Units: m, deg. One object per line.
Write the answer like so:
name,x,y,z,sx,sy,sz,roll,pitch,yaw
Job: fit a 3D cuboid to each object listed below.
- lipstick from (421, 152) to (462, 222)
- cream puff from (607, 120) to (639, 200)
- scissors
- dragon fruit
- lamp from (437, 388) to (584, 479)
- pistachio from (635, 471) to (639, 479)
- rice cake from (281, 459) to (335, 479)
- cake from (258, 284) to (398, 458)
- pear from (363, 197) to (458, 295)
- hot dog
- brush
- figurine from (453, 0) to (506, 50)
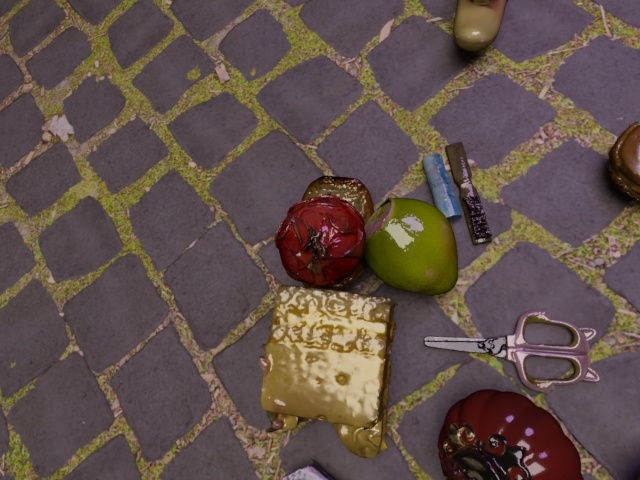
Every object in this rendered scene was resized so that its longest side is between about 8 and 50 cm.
lipstick,0.270,-0.118,0.912,0.048,0.048,0.157,-15,70,9
cream puff,0.649,-0.153,0.795,0.150,0.115,0.165,42,96,28
scissors,0.367,0.210,0.804,0.318,0.024,0.160,2,76,14
dragon fruit,0.000,0.000,0.756,0.173,0.209,0.172,5,117,11
lamp,0.301,0.365,0.672,0.227,0.227,0.226,-4,73,13
pistachio,0.567,0.454,0.613,0.162,0.182,0.292,-5,64,51
rice cake,0.102,0.550,0.745,0.399,0.064,0.070,32,74,20
cake,0.025,0.246,0.770,0.228,0.222,0.285,5,76,16
pear,0.190,0.018,0.826,0.220,0.187,0.187,31,81,-15
hot dog,0.027,-0.007,0.907,0.175,0.114,0.258,7,80,11
brush,0.328,-0.112,0.904,0.043,0.036,0.247,-11,72,6
figurine,0.381,-0.595,0.936,0.124,0.222,0.324,13,77,14
